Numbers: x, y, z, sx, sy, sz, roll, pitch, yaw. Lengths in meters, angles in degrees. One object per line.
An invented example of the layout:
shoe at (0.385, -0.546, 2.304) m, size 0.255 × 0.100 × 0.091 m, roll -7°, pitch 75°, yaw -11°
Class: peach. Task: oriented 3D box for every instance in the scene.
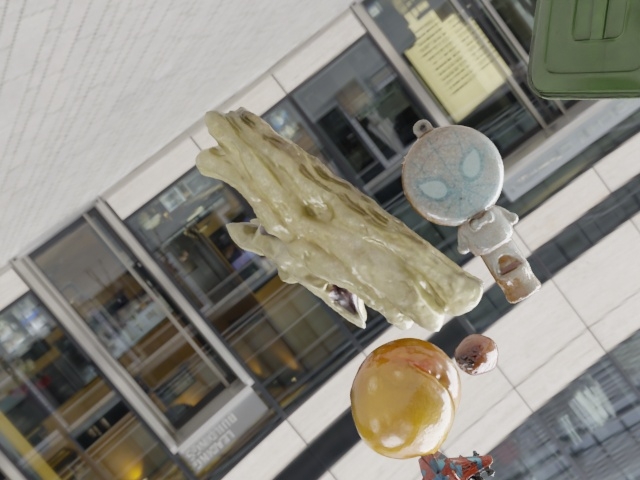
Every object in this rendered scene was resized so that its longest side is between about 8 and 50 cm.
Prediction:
peach at (0.099, 0.180, 0.744) m, size 0.138 × 0.138 × 0.138 m, roll -38°, pitch -174°, yaw 5°

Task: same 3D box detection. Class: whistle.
whistle at (0.163, -0.034, 0.684) m, size 0.107 × 0.220 × 0.057 m, roll -33°, pitch 178°, yaw 6°

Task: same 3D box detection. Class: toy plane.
toy plane at (0.155, 0.303, 0.827) m, size 0.130 × 0.061 × 0.189 m, roll -37°, pitch -177°, yaw -3°

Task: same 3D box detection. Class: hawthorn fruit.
hawthorn fruit at (0.295, 0.222, 1.229) m, size 0.081 × 0.081 × 0.093 m, roll -34°, pitch 161°, yaw 36°

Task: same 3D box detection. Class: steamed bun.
steamed bun at (0.000, 0.000, 0.915) m, size 0.189 × 0.428 × 0.247 m, roll -54°, pitch 175°, yaw 7°

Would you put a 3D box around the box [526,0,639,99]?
box at (0.518, -0.399, 1.087) m, size 0.177 × 0.329 × 0.252 m, roll -2°, pitch -169°, yaw -41°
